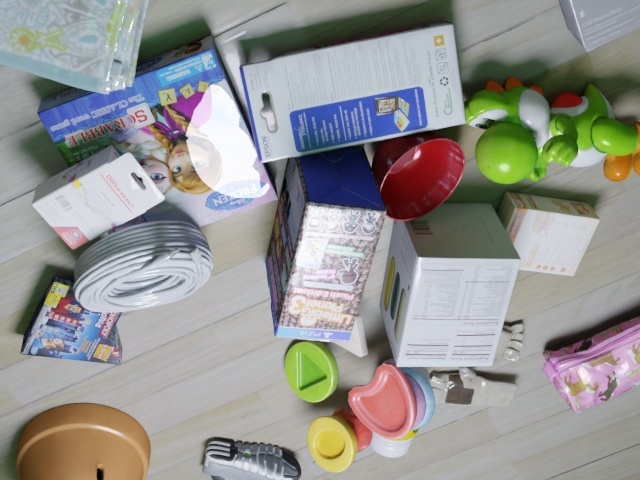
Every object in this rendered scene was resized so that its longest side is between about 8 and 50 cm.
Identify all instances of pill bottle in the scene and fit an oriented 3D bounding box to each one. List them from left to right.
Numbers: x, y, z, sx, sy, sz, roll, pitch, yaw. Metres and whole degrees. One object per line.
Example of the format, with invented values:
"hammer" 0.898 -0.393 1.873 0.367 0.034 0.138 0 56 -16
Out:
"pill bottle" 0.170 0.375 1.938 0.119 0.119 0.208 1 124 -10

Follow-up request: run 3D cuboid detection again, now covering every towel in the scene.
"towel" -0.438 -0.415 1.313 0.375 0.090 0.320 16 117 -9

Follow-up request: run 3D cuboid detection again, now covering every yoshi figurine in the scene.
"yoshi figurine" 0.422 -0.162 1.576 0.363 0.203 0.203 11 128 -12

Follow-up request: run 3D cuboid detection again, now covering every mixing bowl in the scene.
"mixing bowl" 0.161 -0.137 1.589 0.182 0.098 0.181 -21 139 -19

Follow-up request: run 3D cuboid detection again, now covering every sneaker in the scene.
"sneaker" -0.167 0.539 2.027 0.229 0.086 0.132 18 125 -8

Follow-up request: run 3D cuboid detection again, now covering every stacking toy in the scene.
"stacking toy" 0.084 0.308 1.833 0.309 0.279 0.130 -35 166 36

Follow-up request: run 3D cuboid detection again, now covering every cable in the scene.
"cable" -0.325 0.053 1.594 0.257 0.089 0.257 -17 162 1

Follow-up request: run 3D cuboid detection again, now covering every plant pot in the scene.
"plant pot" -0.516 0.527 1.883 0.291 0.203 0.290 -5 124 -7

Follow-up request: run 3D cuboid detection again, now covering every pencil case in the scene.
"pencil case" 0.684 0.238 1.904 0.386 0.160 0.167 -28 99 11

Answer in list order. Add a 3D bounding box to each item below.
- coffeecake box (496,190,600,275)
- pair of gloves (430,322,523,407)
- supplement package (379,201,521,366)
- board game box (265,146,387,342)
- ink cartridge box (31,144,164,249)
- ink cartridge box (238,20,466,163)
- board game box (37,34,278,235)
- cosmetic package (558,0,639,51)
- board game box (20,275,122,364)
"coffeecake box" 0.441 -0.012 1.749 0.186 0.068 0.142 7 122 -14
"pair of gloves" 0.346 0.281 1.950 0.204 0.042 0.240 0 122 -5
"supplement package" 0.243 0.086 1.705 0.198 0.199 0.262 1 124 -9
"board game box" 0.000 0.000 1.590 0.141 0.232 0.290 6 123 -13
"ink cartridge box" -0.377 -0.082 1.497 0.198 0.067 0.115 -25 124 12
"ink cartridge box" 0.057 -0.256 1.504 0.371 0.069 0.175 -12 110 -3
"board game box" -0.277 -0.159 1.539 0.319 0.066 0.317 -20 125 5
"cosmetic package" 0.448 -0.453 1.434 0.127 0.107 0.238 -25 127 12
"board game box" -0.468 0.169 1.735 0.194 0.060 0.194 21 118 -23
